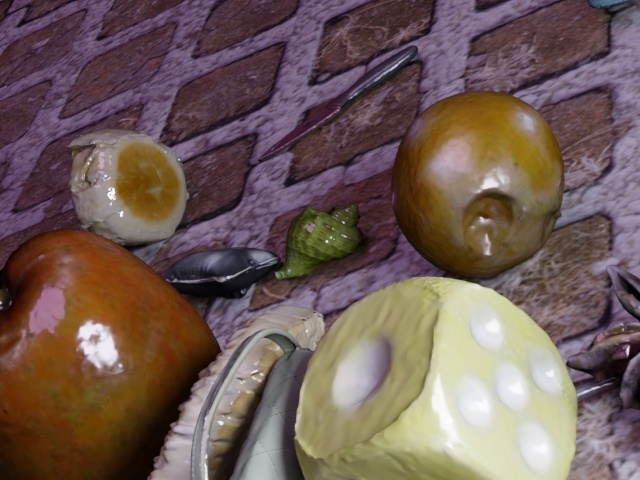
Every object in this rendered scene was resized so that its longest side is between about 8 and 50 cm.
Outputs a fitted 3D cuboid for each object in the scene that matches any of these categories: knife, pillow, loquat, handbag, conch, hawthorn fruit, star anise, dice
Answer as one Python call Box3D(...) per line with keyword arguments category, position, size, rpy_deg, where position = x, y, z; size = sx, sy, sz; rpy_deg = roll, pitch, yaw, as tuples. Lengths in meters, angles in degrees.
Box3D(category="knife", position=(0.024, -0.170, 2.234), size=(0.247, 0.018, 0.035), rpy_deg=(-37, 30, 0))
Box3D(category="pillow", position=(-0.118, 0.035, 2.003), size=(0.135, 0.055, 0.091), rpy_deg=(-1, 39, 44))
Box3D(category="loquat", position=(0.155, -0.059, 1.737), size=(0.179, 0.179, 0.227), rpy_deg=(-28, 19, 10))
Box3D(category="handbag", position=(-0.038, 0.193, 1.476), size=(0.079, 0.219, 0.256), rpy_deg=(-15, 31, 26))
Box3D(category="conch", position=(0.000, 0.000, 1.942), size=(0.121, 0.074, 0.089), rpy_deg=(-45, -8, 15))
Box3D(category="hawthorn fruit", position=(-0.247, 0.118, 1.740), size=(0.267, 0.301, 0.268), rpy_deg=(-26, 34, 19))
Box3D(category="star anise", position=(0.289, 0.084, 1.440), size=(0.231, 0.089, 0.209), rpy_deg=(-12, 51, 54))
Box3D(category="dice", position=(0.093, 0.144, 1.432), size=(0.166, 0.169, 0.169), rpy_deg=(-25, 39, 42))

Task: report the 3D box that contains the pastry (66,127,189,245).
Box3D(category="pastry", position=(-0.241, -0.067, 2.203), size=(0.088, 0.166, 0.166), rpy_deg=(-16, 31, 41))

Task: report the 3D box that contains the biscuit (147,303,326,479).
Box3D(category="biscuit", position=(-0.069, 0.152, 1.626), size=(0.084, 0.179, 0.281), rpy_deg=(29, 44, 12))

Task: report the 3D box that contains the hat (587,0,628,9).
Box3D(category="hat", position=(0.388, -0.329, 2.037), size=(0.191, 0.078, 0.138), rpy_deg=(-60, 24, -10))
